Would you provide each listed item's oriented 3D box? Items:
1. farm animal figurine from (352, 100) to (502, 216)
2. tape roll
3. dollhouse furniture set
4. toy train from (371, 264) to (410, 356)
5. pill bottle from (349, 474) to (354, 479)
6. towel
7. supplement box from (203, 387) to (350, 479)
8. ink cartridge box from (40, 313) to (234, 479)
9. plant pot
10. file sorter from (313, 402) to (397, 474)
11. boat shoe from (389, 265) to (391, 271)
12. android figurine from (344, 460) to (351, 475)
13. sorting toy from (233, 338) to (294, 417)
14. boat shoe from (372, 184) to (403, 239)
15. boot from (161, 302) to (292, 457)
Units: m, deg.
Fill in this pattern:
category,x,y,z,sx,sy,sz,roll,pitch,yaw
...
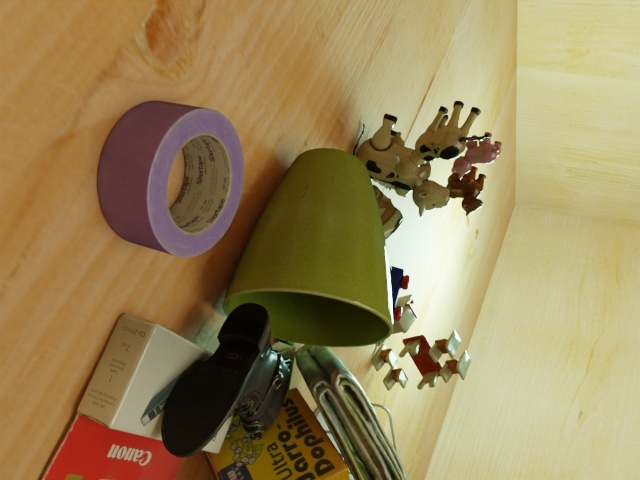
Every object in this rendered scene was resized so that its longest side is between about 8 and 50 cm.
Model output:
category,x,y,z,sx,sy,sz,roll,pitch,yaw
farm animal figurine,0.210,-0.154,1.253,0.172,0.327,0.330,-63,150,-13
tape roll,-0.182,-0.078,0.747,0.189,0.080,0.189,-43,140,-50
dollhouse furniture set,0.284,0.306,1.754,0.259,0.262,0.135,60,38,-13
toy train,0.177,0.193,1.637,0.143,0.105,0.248,19,85,-78
pill bottle,0.010,0.768,1.470,0.334,0.188,0.187,-41,138,-51
towel,0.065,0.360,1.116,0.320,0.090,0.374,64,-8,-1
supplement box,-0.065,0.481,1.070,0.195,0.194,0.356,-23,131,-19
ink cartridge box,-0.235,0.274,0.843,0.261,0.066,0.296,-69,154,-18
plant pot,0.000,0.000,1.000,0.275,0.275,0.293,57,38,-58
file sorter,0.048,0.533,1.403,0.278,0.173,0.192,-36,121,-53
boat shoe,0.106,0.097,1.455,0.228,0.069,0.081,-34,132,-56
android figurine,0.096,0.622,1.711,0.273,0.056,0.248,62,43,-54
sorting toy,-0.107,0.325,1.157,0.196,0.047,0.347,-12,114,-63
boat shoe,0.046,-0.007,1.246,0.324,0.123,0.120,-43,108,-37
boot,-0.118,0.246,0.896,0.263,0.091,0.229,-58,152,-35
